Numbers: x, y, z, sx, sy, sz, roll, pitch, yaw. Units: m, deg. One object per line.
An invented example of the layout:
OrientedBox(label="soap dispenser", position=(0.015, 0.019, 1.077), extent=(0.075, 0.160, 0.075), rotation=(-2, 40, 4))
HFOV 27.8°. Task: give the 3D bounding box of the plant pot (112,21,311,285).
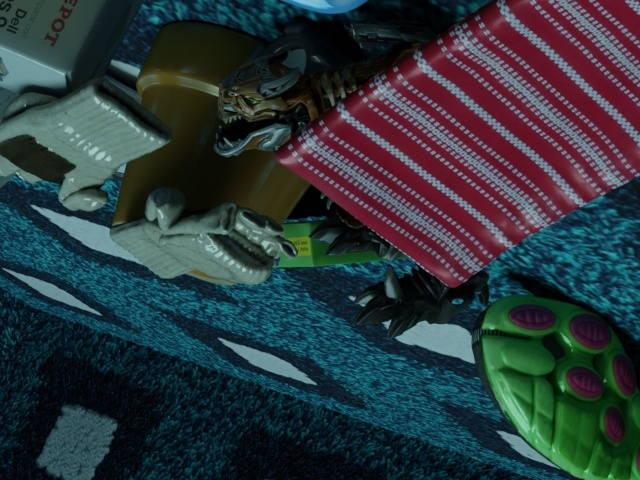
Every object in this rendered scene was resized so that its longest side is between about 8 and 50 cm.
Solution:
OrientedBox(label="plant pot", position=(-0.097, -0.068, 1.203), extent=(0.205, 0.188, 0.205), rotation=(22, 166, 6))

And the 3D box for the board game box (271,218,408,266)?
OrientedBox(label="board game box", position=(0.000, 0.000, 1.383), extent=(0.213, 0.046, 0.317), rotation=(-6, -178, -31))

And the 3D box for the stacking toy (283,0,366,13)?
OrientedBox(label="stacking toy", position=(-0.006, -0.195, 0.732), extent=(0.165, 0.175, 0.302), rotation=(25, 177, 4))

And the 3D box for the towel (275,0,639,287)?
OrientedBox(label="towel", position=(0.135, -0.075, 0.830), extent=(0.275, 0.031, 0.199), rotation=(-31, 135, 25))

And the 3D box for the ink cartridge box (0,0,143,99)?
OrientedBox(label="ink cartridge box", position=(-0.251, -0.211, 0.998), extent=(0.212, 0.154, 0.093), rotation=(24, 163, 2))

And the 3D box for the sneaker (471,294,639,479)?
OrientedBox(label="sneaker", position=(0.306, 0.212, 1.601), extent=(0.202, 0.185, 0.483), rotation=(5, 156, 41))

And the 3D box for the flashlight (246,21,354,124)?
OrientedBox(label="flashlight", position=(0.063, -0.073, 1.133), extent=(0.103, 0.103, 0.304), rotation=(-32, 134, 31))

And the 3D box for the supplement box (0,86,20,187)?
OrientedBox(label="supplement box", position=(-0.347, -0.154, 1.229), extent=(0.111, 0.114, 0.220), rotation=(20, 130, 12))

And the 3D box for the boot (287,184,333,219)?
OrientedBox(label="boot", position=(-0.033, -0.047, 1.476), extent=(0.121, 0.045, 0.099), rotation=(21, 167, 17))

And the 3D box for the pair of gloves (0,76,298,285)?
OrientedBox(label="pair of gloves", position=(-0.148, -0.031, 1.025), extent=(0.204, 0.042, 0.240), rotation=(-4, 144, 47))

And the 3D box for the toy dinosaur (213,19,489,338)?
OrientedBox(label="toy dinosaur", position=(0.080, -0.058, 0.983), extent=(0.322, 0.218, 0.164), rotation=(12, -153, 1))

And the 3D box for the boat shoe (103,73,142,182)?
OrientedBox(label="boat shoe", position=(-0.243, -0.116, 1.397), extent=(0.335, 0.121, 0.119), rotation=(23, 162, -6))
